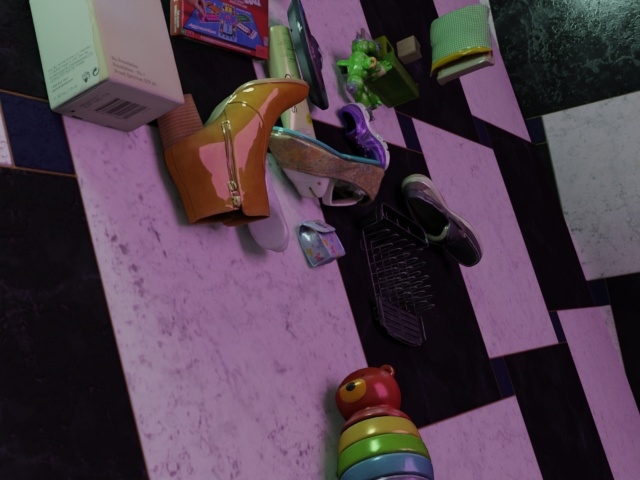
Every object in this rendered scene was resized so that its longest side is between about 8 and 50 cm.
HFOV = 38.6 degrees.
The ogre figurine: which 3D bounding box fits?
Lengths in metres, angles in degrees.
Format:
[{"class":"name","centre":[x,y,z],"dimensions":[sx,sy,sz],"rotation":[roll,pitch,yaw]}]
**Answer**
[{"class":"ogre figurine","centre":[0.099,-0.378,2.084],"dimensions":[0.118,0.097,0.197],"rotation":[35,78,-56]}]

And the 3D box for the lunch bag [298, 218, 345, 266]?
[{"class":"lunch bag","centre":[0.000,0.000,1.662],"dimensions":[0.083,0.053,0.071],"rotation":[62,24,9]}]

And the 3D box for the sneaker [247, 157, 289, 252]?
[{"class":"sneaker","centre":[-0.106,-0.075,1.518],"dimensions":[0.094,0.080,0.212],"rotation":[45,25,-76]}]

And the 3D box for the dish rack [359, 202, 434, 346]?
[{"class":"dish rack","centre":[0.166,0.078,1.886],"dimensions":[0.208,0.074,0.271],"rotation":[26,48,-52]}]

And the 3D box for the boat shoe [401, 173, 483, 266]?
[{"class":"boat shoe","centre":[0.283,-0.030,2.160],"dimensions":[0.285,0.103,0.092],"rotation":[50,37,-24]}]

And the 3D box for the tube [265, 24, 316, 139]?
[{"class":"tube","centre":[-0.060,-0.294,1.767],"dimensions":[0.062,0.070,0.240],"rotation":[136,-59,-75]}]

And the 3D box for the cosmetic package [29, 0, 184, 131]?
[{"class":"cosmetic package","centre":[-0.308,-0.322,1.269],"dimensions":[0.160,0.113,0.309],"rotation":[8,65,-60]}]

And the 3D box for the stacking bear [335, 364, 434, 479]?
[{"class":"stacking bear","centre":[0.094,0.338,1.479],"dimensions":[0.164,0.175,0.289],"rotation":[36,33,-44]}]

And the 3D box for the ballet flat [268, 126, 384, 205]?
[{"class":"ballet flat","centre":[0.010,-0.126,1.725],"dimensions":[0.349,0.123,0.123],"rotation":[11,61,-57]}]

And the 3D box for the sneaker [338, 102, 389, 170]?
[{"class":"sneaker","centre":[0.087,-0.219,1.995],"dimensions":[0.071,0.068,0.169],"rotation":[-25,84,-48]}]

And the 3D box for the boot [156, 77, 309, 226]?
[{"class":"boot","centre":[-0.112,-0.135,1.436],"dimensions":[0.295,0.104,0.211],"rotation":[-17,84,-36]}]

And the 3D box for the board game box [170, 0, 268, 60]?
[{"class":"board game box","centre":[-0.173,-0.413,1.624],"dimensions":[0.281,0.027,0.145],"rotation":[-4,94,-63]}]

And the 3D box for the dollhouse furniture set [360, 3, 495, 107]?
[{"class":"dollhouse furniture set","centre":[0.253,-0.481,2.207],"dimensions":[0.151,0.302,0.197],"rotation":[38,42,-49]}]

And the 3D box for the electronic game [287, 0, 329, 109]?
[{"class":"electronic game","centre":[-0.021,-0.373,1.834],"dimensions":[0.229,0.048,0.229],"rotation":[-14,90,-85]}]
